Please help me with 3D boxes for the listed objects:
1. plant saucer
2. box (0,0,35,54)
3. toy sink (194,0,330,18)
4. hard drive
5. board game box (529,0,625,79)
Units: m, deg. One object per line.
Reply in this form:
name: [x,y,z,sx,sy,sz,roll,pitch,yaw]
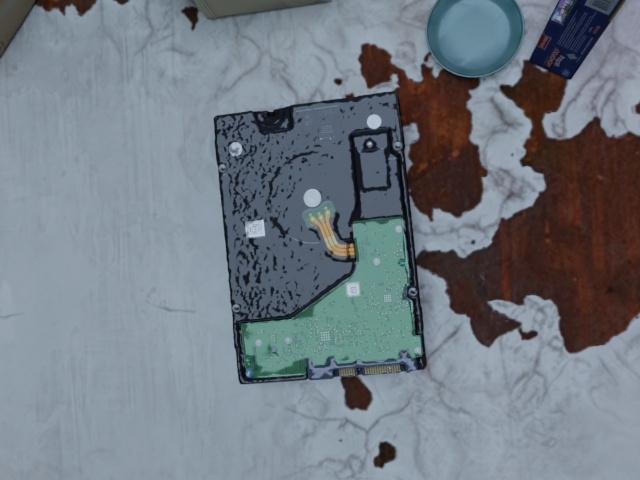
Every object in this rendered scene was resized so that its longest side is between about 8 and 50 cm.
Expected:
plant saucer: [0.191,-0.259,0.868,0.119,0.021,0.120,0,89,9]
box: [-0.499,-0.303,0.922,0.121,0.148,0.311,36,96,8]
toy sink: [-0.111,-0.372,0.866,0.234,0.131,0.153,-7,88,4]
hard drive: [0.000,0.000,0.875,0.236,0.064,0.339,-7,87,9]
board game box: [0.323,-0.312,0.784,0.060,0.194,0.194,27,79,8]
